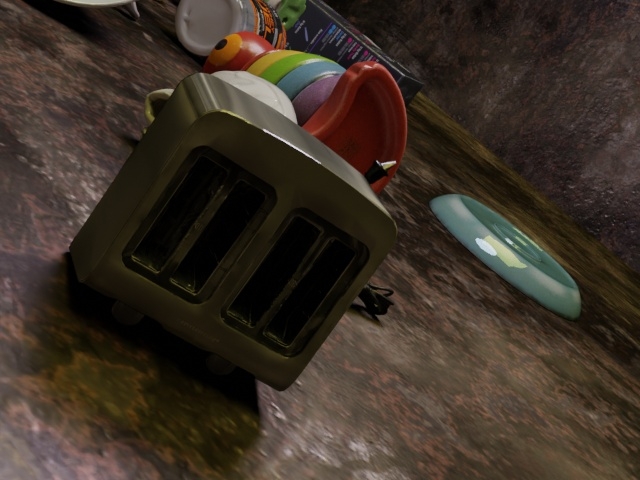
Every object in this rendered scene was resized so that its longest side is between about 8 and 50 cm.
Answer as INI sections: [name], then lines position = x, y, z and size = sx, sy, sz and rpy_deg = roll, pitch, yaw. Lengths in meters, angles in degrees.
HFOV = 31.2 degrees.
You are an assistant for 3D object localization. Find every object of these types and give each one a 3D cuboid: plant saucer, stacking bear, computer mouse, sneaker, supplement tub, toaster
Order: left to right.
[sneaker]
position = -0.111, -0.129, 1.188
size = 0.169, 0.108, 0.292
rpy_deg = 31, 16, -35
[supplement tub]
position = -0.130, -0.321, 1.742
size = 0.117, 0.117, 0.190
rpy_deg = 41, 14, 15
[toaster]
position = -0.053, -0.009, 0.780
size = 0.168, 0.186, 0.110
rpy_deg = 32, 10, -22
[stacking bear]
position = -0.044, -0.165, 1.388
size = 0.289, 0.175, 0.164
rpy_deg = 38, -5, 42
[computer mouse]
position = 0.000, 0.000, 1.184
size = 0.106, 0.042, 0.193
rpy_deg = 28, 20, -39
[plant saucer]
position = 0.320, 0.016, 1.925
size = 0.317, 0.044, 0.317
rpy_deg = 35, 13, -10

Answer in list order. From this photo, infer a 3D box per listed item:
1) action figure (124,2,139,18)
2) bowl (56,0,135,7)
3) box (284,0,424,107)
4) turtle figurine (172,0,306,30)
[action figure]
position = -0.185, -0.473, 1.636
size = 0.341, 0.330, 0.178
rpy_deg = 41, -10, 38
[bowl]
position = -0.303, -0.415, 1.405
size = 0.298, 0.298, 0.134
rpy_deg = 33, -18, -19
[box]
position = 0.028, -0.316, 2.059
size = 0.270, 0.143, 0.165
rpy_deg = 41, 13, 13
[turtle figurine]
position = -0.121, -0.486, 1.924
size = 0.266, 0.274, 0.198
rpy_deg = 46, -22, 40
